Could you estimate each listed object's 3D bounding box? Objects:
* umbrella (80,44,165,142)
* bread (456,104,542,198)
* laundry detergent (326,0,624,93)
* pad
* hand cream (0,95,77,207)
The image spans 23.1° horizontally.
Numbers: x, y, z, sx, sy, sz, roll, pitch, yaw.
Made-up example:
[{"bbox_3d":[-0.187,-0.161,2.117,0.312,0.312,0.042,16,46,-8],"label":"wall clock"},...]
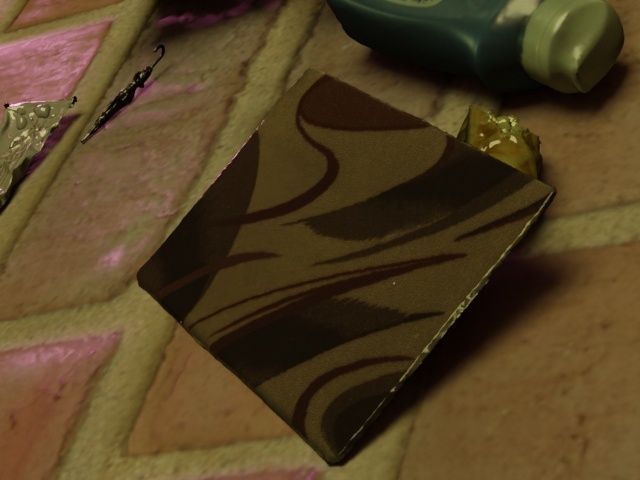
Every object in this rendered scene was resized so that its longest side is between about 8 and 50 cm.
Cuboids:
[{"bbox_3d":[-0.180,-0.133,1.447,0.013,0.022,0.122,30,73,26],"label":"umbrella"},{"bbox_3d":[0.118,-0.046,1.051,0.066,0.060,0.110,-30,28,30],"label":"bread"},{"bbox_3d":[0.128,-0.182,1.203,0.143,0.094,0.290,-40,40,-12],"label":"laundry detergent"},{"bbox_3d":[0.000,0.000,1.073,0.220,0.004,0.330,-51,34,-4],"label":"pad"},{"bbox_3d":[-0.314,-0.050,1.407,0.084,0.050,0.257,-3,35,33],"label":"hand cream"}]
